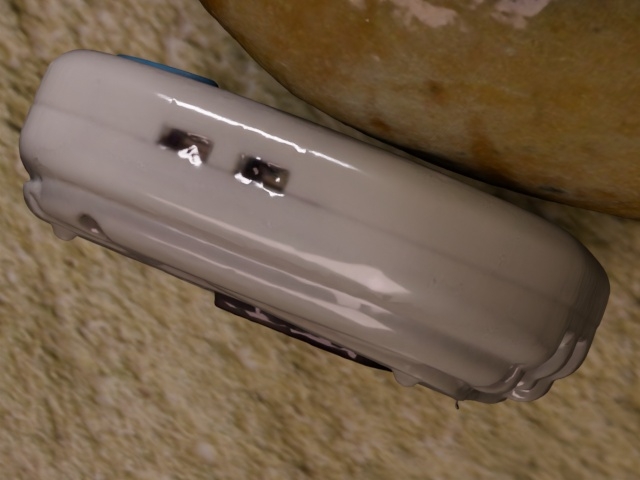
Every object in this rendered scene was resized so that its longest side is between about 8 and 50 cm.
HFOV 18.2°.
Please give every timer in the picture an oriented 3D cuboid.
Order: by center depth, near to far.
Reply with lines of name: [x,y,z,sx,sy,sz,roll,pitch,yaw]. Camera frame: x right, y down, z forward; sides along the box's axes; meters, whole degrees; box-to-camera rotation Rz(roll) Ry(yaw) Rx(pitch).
timer: [0.000,-0.001,0.859,0.237,0.087,0.262,23,180,15]

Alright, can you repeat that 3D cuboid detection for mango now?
mango: [0.103,-0.099,0.748,0.329,0.175,0.176,21,-178,-12]
